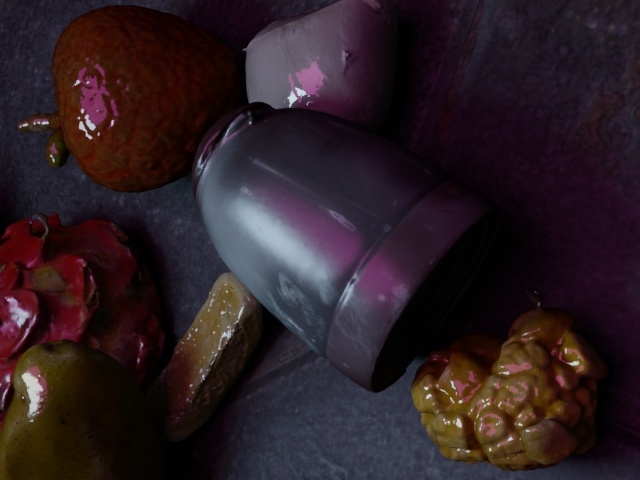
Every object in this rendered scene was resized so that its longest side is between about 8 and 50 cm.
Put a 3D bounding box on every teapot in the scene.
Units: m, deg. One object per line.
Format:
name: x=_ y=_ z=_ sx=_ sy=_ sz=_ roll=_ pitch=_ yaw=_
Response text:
teapot: x=0.000 y=0.000 z=1.174 sx=0.312 sy=0.315 sz=0.233 roll=36 pitch=60 yaw=18

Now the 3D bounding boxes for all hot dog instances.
hot dog: x=-0.137 y=0.148 z=1.358 sx=0.084 sy=0.073 sz=0.242 roll=45 pitch=110 yaw=38

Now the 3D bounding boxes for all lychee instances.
lychee: x=-0.251 y=-0.184 z=1.398 sx=0.300 sy=0.255 sz=0.255 roll=-14 pitch=68 yaw=-7

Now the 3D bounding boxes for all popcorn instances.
popcorn: x=0.196 y=0.163 z=1.074 sx=0.194 sy=0.140 sz=0.163 roll=-30 pitch=56 yaw=17

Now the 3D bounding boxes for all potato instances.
potato: x=-0.294 y=0.288 z=1.322 sx=0.195 sy=0.176 sz=0.369 roll=2 pitch=113 yaw=8

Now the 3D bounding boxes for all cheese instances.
cheese: x=0.001 y=-0.188 z=1.273 sx=0.198 sy=0.154 sz=0.189 roll=-13 pitch=79 yaw=34

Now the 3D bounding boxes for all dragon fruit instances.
dragon fruit: x=-0.414 y=0.136 z=1.473 sx=0.386 sy=0.249 sz=0.371 roll=-5 pitch=74 yaw=34
